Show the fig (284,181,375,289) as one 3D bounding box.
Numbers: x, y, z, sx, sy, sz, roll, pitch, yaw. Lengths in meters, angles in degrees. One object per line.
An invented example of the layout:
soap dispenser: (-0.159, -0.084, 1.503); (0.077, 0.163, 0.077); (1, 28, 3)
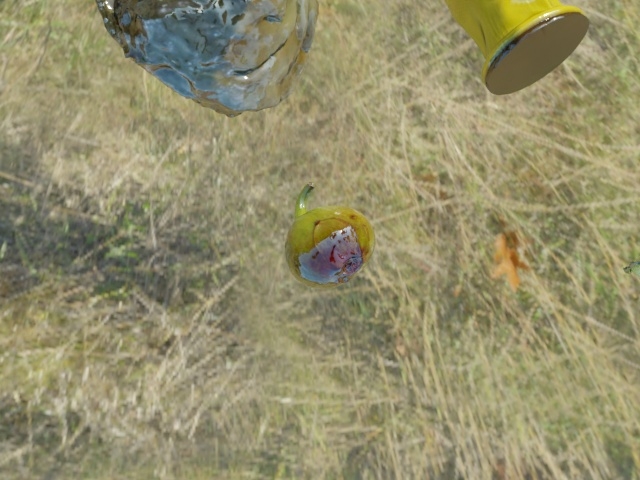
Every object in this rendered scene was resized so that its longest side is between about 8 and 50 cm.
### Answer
fig: (0.000, 0.000, 0.946); (0.082, 0.098, 0.084); (0, 122, -43)

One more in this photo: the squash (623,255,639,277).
squash: (0.287, -0.008, 0.668); (0.075, 0.090, 0.200); (-29, 155, -39)

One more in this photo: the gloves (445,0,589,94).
gloves: (0.147, -0.301, 1.024); (0.116, 0.294, 0.133); (-6, 150, -48)

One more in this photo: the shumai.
shumai: (-0.050, -0.202, 0.663); (0.166, 0.206, 0.175); (14, 152, -31)
